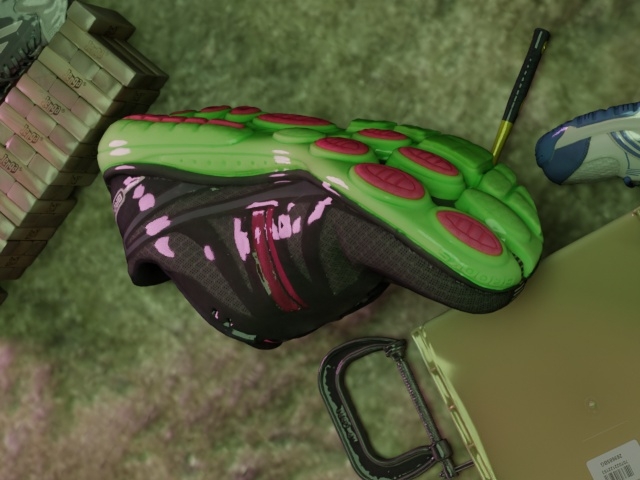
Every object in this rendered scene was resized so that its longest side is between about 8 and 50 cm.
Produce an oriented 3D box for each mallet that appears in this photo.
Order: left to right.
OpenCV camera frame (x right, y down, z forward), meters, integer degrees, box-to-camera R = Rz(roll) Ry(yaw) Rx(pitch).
[{"bbox_3d":[0.166,-0.097,1.735,0.039,0.062,0.190,21,81,16],"label":"mallet"}]

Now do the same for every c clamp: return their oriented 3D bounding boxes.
[{"bbox_3d":[0.074,0.154,1.768,0.137,0.022,0.161,-33,81,20],"label":"c clamp"}]

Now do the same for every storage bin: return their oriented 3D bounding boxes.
[{"bbox_3d":[0.252,0.122,1.609,0.262,0.123,0.260,-31,82,36],"label":"storage bin"}]

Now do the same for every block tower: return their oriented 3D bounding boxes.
[{"bbox_3d":[-0.279,-0.064,1.846,0.097,0.091,0.335,39,101,14],"label":"block tower"}]

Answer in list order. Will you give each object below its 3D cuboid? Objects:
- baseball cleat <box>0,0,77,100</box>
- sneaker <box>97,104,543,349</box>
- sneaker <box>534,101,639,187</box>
[{"bbox_3d":[-0.294,-0.183,1.862,0.109,0.072,0.206,19,97,14],"label":"baseball cleat"},{"bbox_3d":[0.000,0.000,1.683,0.482,0.185,0.202,13,109,45],"label":"sneaker"},{"bbox_3d":[0.329,-0.060,1.638,0.296,0.112,0.131,-7,91,20],"label":"sneaker"}]
